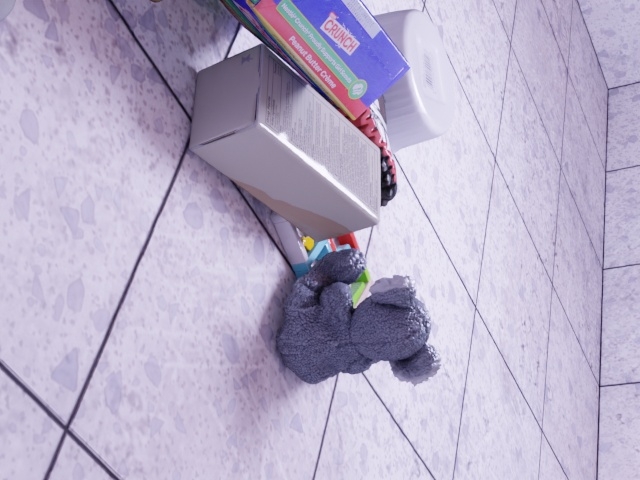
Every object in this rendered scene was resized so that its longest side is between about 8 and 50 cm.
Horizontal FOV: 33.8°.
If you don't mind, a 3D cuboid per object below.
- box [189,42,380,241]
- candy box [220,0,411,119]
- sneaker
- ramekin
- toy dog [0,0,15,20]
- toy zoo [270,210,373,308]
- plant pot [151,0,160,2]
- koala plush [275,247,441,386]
[{"bbox_3d":[-0.042,-0.134,1.539,0.311,0.121,0.148,37,46,-44],"label":"box"},{"bbox_3d":[-0.058,-0.339,1.438,0.317,0.122,0.268,45,1,41],"label":"candy box"},{"bbox_3d":[0.078,-0.196,1.869,0.276,0.098,0.135,65,32,-25],"label":"sneaker"},{"bbox_3d":[0.154,-0.309,2.022,0.277,0.135,0.277,33,52,-56],"label":"ramekin"},{"bbox_3d":[-0.414,-0.313,0.930,0.220,0.161,0.333,-72,157,-49],"label":"toy dog"},{"bbox_3d":[0.000,0.000,1.717,0.293,0.030,0.192,68,29,-22],"label":"toy zoo"},{"bbox_3d":[-0.201,-0.415,1.300,0.032,0.236,0.236,5,73,-26],"label":"plant pot"},{"bbox_3d":[0.070,0.129,1.561,0.203,0.221,0.196,-33,114,-47],"label":"koala plush"}]
